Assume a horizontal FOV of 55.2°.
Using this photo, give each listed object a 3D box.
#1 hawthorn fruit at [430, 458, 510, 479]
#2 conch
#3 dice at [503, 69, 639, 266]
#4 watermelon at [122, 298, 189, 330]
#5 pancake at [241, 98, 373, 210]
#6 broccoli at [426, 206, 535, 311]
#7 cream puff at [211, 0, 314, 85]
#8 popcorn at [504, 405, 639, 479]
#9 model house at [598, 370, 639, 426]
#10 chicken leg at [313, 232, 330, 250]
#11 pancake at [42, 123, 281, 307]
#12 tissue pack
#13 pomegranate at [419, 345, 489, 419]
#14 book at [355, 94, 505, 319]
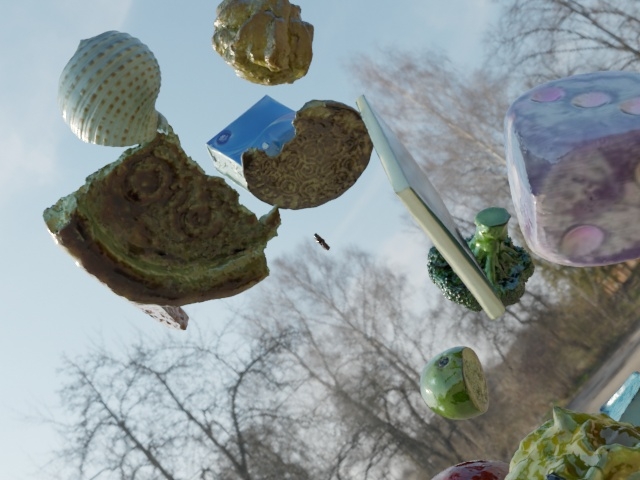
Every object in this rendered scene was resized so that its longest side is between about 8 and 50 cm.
[{"bbox_3d":[0.306,0.557,1.191,0.300,0.254,0.254,13,-61,-40],"label":"hawthorn fruit"},{"bbox_3d":[-0.325,-0.250,0.965,0.172,0.200,0.131,-38,-26,-34],"label":"conch"},{"bbox_3d":[0.492,-0.131,1.109,0.272,0.270,0.270,-11,-56,11],"label":"dice"},{"bbox_3d":[-0.413,0.168,1.595,0.094,0.154,0.241,-58,-34,-22],"label":"watermelon"},{"bbox_3d":[-0.030,-0.179,1.325,0.286,0.033,0.288,2,-49,-15],"label":"pancake"},{"bbox_3d":[0.437,0.050,1.691,0.298,0.298,0.297,-34,-44,-30],"label":"broccoli"},{"bbox_3d":[-0.127,-0.463,1.400,0.244,0.244,0.196,-28,4,-41],"label":"cream puff"},{"bbox_3d":[0.345,0.324,0.764,0.249,0.225,0.249,-51,14,17],"label":"popcorn"},{"bbox_3d":[0.667,0.341,1.102,0.225,0.261,0.241,-53,-20,-11],"label":"model house"},{"bbox_3d":[0.000,0.000,1.719,0.021,0.036,0.083,-40,-51,3],"label":"chicken leg"},{"bbox_3d":[-0.251,-0.009,1.108,0.427,0.067,0.304,38,-91,-36],"label":"pancake"},{"bbox_3d":[-0.181,-0.289,1.851,0.263,0.198,0.146,-45,-30,-21],"label":"tissue pack"},{"bbox_3d":[0.365,0.391,1.674,0.159,0.189,0.241,-23,-15,31],"label":"pomegranate"},{"bbox_3d":[0.161,-0.072,0.964,0.031,0.379,0.264,-35,-63,14],"label":"book"}]
